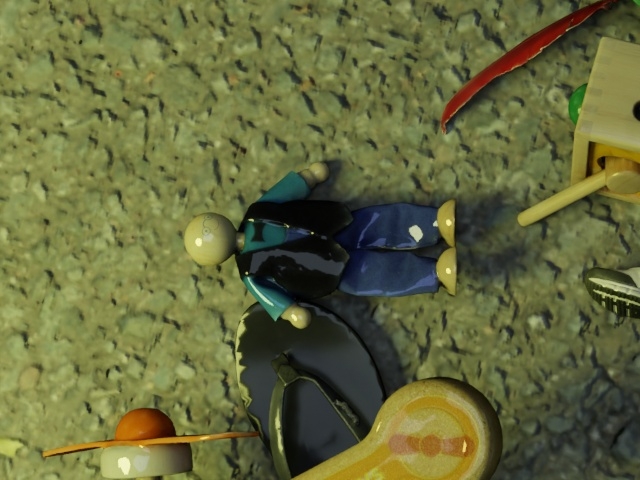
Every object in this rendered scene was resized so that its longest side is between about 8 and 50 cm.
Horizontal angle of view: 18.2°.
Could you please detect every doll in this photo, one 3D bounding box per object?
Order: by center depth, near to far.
[{"bbox_3d":[0.000,0.000,1.388,0.189,0.046,0.129,0,63,3],"label":"doll"}]

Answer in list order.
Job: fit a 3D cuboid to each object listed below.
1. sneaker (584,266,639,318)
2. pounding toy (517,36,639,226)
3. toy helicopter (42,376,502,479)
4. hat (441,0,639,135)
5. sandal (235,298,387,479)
[{"bbox_3d":[0.235,0.032,1.365,0.109,0.040,0.044,12,69,6],"label":"sneaker"},{"bbox_3d":[0.212,-0.059,1.338,0.141,0.130,0.100,14,74,10],"label":"pounding toy"},{"bbox_3d":[-0.046,0.186,1.319,0.355,0.140,0.235,-32,77,12],"label":"toy helicopter"},{"bbox_3d":[0.186,-0.202,1.403,0.208,0.183,0.173,-18,87,-35],"label":"hat"},{"bbox_3d":[0.010,0.155,1.373,0.097,0.054,0.254,-20,81,6],"label":"sandal"}]
